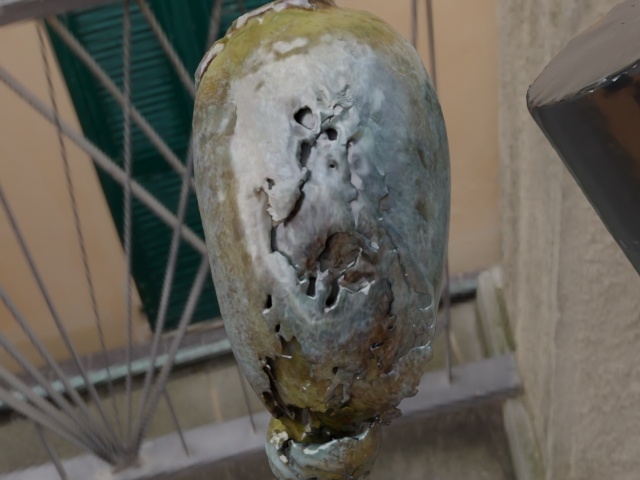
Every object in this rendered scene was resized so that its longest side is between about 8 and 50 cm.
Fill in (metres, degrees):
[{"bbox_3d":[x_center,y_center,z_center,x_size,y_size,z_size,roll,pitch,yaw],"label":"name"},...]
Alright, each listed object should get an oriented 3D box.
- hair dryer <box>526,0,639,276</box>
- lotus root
[{"bbox_3d":[0.244,-0.005,0.470,0.116,0.244,0.302,-44,13,-24],"label":"hair dryer"},{"bbox_3d":[0.002,0.000,0.398,0.088,0.088,0.165,-3,90,6],"label":"lotus root"}]
